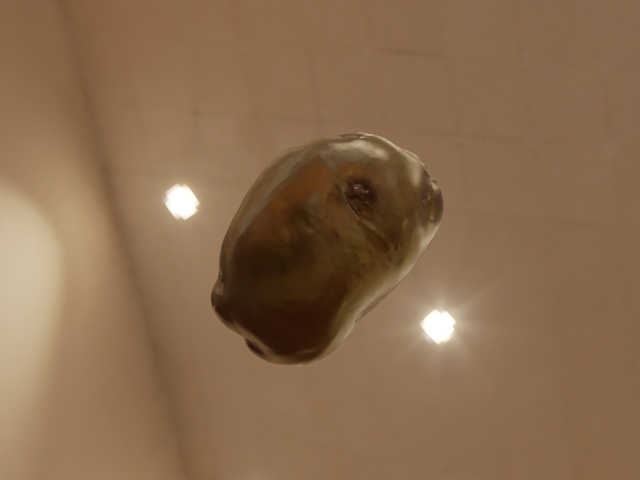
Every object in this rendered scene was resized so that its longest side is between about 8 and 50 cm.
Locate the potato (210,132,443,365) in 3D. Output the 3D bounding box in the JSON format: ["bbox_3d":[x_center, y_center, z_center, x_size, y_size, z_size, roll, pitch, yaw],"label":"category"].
[{"bbox_3d":[0.003,0.003,1.495,0.200,0.154,0.137,-46,-120,3],"label":"potato"}]
